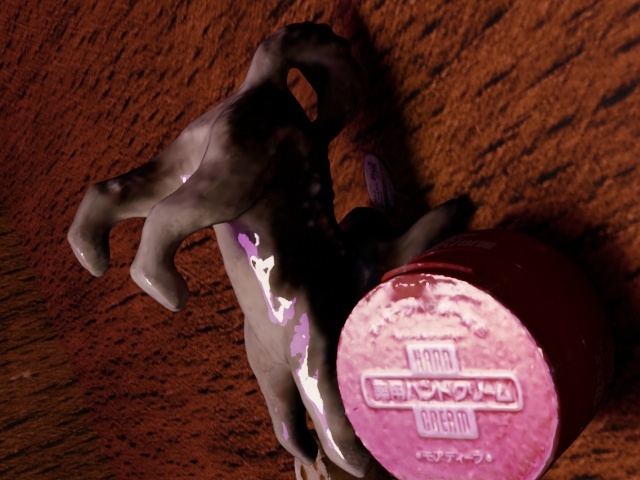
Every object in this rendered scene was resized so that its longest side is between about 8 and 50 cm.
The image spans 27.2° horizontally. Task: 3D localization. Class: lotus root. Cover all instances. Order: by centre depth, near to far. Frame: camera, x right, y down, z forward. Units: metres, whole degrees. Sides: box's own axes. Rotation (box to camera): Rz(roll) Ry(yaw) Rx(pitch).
[{"bbox_3d":[0.019,0.266,1.521,0.112,0.081,0.122,63,157,17],"label":"lotus root"}]

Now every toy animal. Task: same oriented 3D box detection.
[{"bbox_3d":[0.000,0.000,1.174,0.344,0.302,0.194,44,165,-18],"label":"toy animal"}]

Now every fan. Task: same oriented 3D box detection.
[{"bbox_3d":[0.059,-0.057,1.254,0.060,0.003,0.080,67,157,0],"label":"fan"}]

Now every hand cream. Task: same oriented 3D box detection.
[{"bbox_3d":[0.121,0.094,1.014,0.193,0.125,0.193,11,112,29],"label":"hand cream"}]
